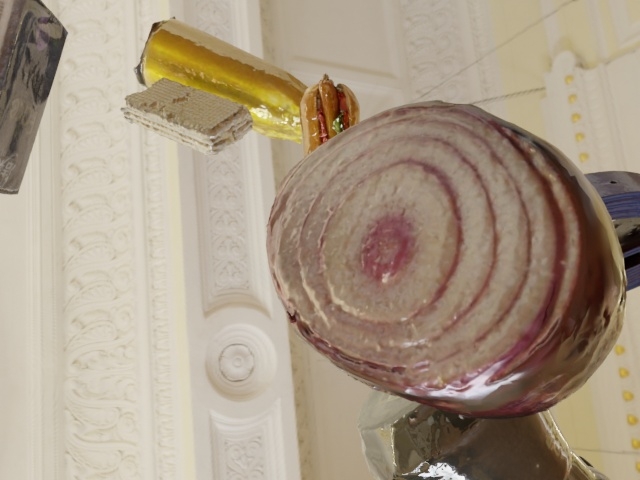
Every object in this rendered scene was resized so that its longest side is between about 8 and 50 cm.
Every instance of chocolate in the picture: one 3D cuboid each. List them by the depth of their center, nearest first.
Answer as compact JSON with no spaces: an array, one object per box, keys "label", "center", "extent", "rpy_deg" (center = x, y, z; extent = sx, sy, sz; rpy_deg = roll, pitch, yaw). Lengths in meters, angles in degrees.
[{"label":"chocolate","center":[-0.146,-0.290,1.206],"extent":[0.446,0.162,0.162],"rpy_deg":[26,-119,10]}]

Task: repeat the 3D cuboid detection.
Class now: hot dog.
[{"label":"hot dog","center":[0.017,-0.123,0.862],"extent":[0.062,0.092,0.235],"rpy_deg":[-76,-20,-62]}]

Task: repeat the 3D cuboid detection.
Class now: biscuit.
[{"label":"biscuit","center":[-0.240,-0.223,1.061],"extent":[0.108,0.239,0.061],"rpy_deg":[-43,-37,-34]}]

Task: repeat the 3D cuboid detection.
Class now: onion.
[{"label":"onion","center":[0.132,0.021,0.604],"extent":[0.260,0.337,0.281],"rpy_deg":[21,-96,-54]}]

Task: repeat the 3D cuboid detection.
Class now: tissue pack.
[{"label":"tissue pack","center":[-0.256,-0.117,0.475],"extent":[0.051,0.112,0.156],"rpy_deg":[17,-92,-9]}]

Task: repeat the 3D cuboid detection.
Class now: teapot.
[{"label":"teapot","center":[0.243,0.358,0.910],"extent":[0.361,0.305,0.376],"rpy_deg":[47,-125,-1]}]

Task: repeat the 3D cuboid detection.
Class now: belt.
[{"label":"belt","center":[0.481,-0.001,1.082],"extent":[0.117,0.347,0.212],"rpy_deg":[-92,-19,-62]}]
